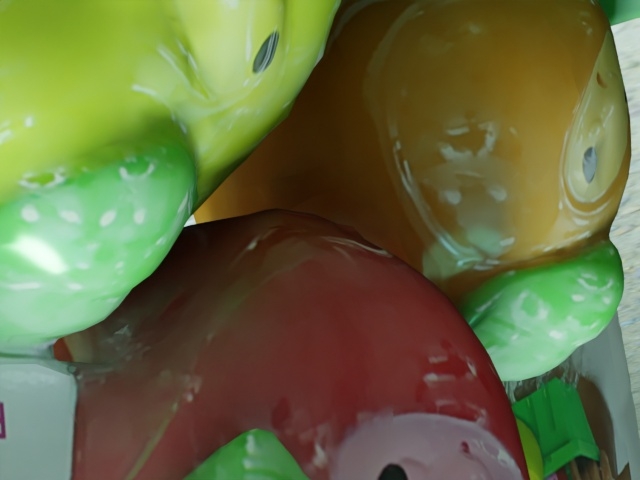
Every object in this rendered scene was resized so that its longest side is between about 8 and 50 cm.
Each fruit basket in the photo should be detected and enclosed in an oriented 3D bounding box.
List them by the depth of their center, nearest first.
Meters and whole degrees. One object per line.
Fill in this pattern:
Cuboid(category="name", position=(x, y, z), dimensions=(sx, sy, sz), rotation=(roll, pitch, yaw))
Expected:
Cuboid(category="fruit basket", position=(0.000, 0.000, 0.390), dimensions=(0.165, 0.353, 0.327), rotation=(-22, 161, 32))
